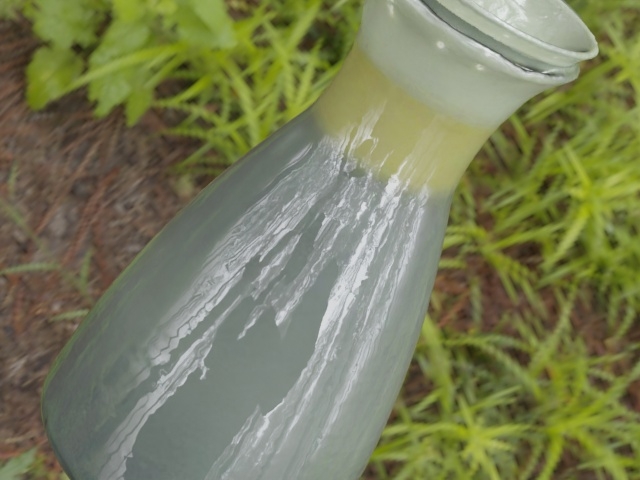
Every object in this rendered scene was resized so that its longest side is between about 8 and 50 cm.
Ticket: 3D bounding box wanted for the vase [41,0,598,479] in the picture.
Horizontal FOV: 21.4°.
[{"bbox_3d":[0.000,0.000,0.846,0.173,0.321,0.173,26,26,-13],"label":"vase"}]
